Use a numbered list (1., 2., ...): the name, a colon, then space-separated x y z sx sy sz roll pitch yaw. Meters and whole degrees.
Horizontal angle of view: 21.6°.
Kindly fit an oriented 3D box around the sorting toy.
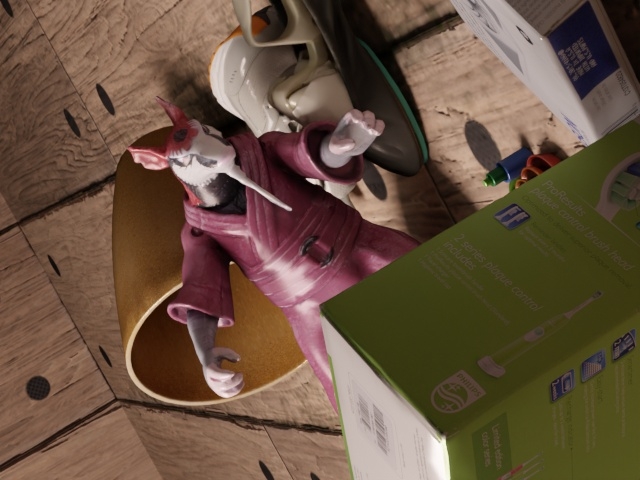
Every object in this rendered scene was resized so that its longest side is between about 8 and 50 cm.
1. sorting toy: 0.149 -0.033 1.233 0.061 0.042 0.102 57 162 9

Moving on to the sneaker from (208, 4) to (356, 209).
1. sneaker: -0.016 -0.101 1.514 0.121 0.099 0.262 39 162 31

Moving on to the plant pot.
1. plant pot: -0.127 0.003 1.793 0.237 0.237 0.254 84 164 -53

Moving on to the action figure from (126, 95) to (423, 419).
1. action figure: 0.000 0.000 1.402 0.370 0.248 0.275 43 -168 -14

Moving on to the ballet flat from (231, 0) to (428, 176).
1. ballet flat: -0.012 -0.161 1.375 0.280 0.096 0.095 63 161 -13

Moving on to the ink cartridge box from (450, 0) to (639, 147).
1. ink cartridge box: 0.104 -0.157 1.022 0.224 0.045 0.223 51 -176 29

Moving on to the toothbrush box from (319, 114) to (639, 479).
1. toothbrush box: 0.156 0.068 0.981 0.122 0.283 0.206 46 158 39
